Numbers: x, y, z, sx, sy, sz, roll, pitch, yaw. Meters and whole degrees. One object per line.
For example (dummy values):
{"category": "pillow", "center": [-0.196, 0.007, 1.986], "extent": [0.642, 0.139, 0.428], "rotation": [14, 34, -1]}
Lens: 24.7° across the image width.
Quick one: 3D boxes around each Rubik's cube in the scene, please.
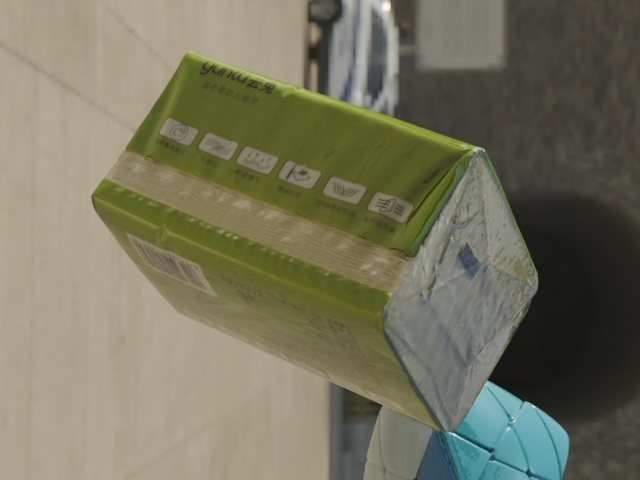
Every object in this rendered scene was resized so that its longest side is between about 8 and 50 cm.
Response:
{"category": "Rubik's cube", "center": [0.172, 0.219, 1.607], "extent": [0.254, 0.254, 0.254], "rotation": [0, 90, -86]}

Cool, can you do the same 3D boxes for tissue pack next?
{"category": "tissue pack", "center": [0.000, 0.000, 1.121], "extent": [0.167, 0.274, 0.200], "rotation": [-58, 147, -18]}
